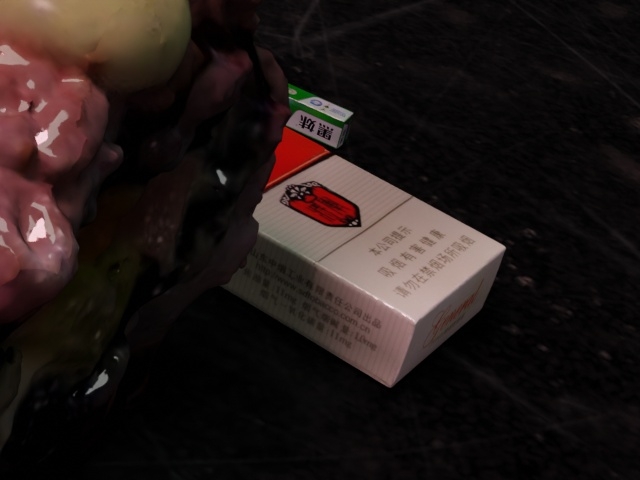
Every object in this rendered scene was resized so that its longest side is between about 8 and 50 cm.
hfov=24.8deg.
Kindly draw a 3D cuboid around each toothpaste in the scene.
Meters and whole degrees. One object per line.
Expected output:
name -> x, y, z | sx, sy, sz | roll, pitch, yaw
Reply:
toothpaste -> -0.022, -0.080, 0.848 | 0.083, 0.020, 0.017 | 25, 33, 12

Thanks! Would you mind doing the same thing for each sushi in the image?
sushi -> -0.125, -0.023, 0.500 | 0.171, 0.236, 0.270 | 33, 29, 8

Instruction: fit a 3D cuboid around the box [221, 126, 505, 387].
box -> 0.000, 0.000, 0.705 | 0.152, 0.048, 0.100 | 32, 31, 18
